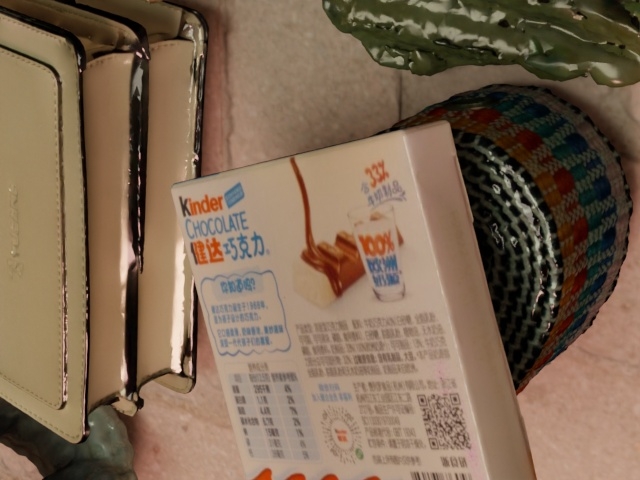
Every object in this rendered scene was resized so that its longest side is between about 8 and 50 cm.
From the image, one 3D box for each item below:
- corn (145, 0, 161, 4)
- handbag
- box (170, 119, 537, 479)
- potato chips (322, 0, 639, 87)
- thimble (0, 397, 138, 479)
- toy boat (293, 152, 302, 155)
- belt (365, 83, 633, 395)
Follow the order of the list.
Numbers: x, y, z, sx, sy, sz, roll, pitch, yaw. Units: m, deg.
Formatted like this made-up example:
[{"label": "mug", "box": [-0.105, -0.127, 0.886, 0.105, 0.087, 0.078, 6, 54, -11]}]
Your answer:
[{"label": "corn", "box": [-0.182, -0.345, 1.098, 0.130, 0.130, 0.347, -19, 99, 39]}, {"label": "handbag", "box": [-0.224, -0.040, 1.241, 0.237, 0.160, 0.358, 21, 120, 33]}, {"label": "box", "box": [0.015, 0.067, 1.004, 0.273, 0.048, 0.265, -7, 98, 52]}, {"label": "potato chips", "box": [0.136, -0.271, 0.929, 0.389, 0.097, 0.373, 0, 108, 34]}, {"label": "thimble", "box": [-0.292, 0.216, 1.358, 0.250, 0.205, 0.172, 20, 141, -17]}, {"label": "toy boat", "box": [0.000, 0.000, 1.169, 0.047, 0.049, 0.149, 7, 113, 33]}, {"label": "belt", "box": [0.095, 0.012, 1.043, 0.207, 0.150, 0.257, 47, 131, 16]}]
